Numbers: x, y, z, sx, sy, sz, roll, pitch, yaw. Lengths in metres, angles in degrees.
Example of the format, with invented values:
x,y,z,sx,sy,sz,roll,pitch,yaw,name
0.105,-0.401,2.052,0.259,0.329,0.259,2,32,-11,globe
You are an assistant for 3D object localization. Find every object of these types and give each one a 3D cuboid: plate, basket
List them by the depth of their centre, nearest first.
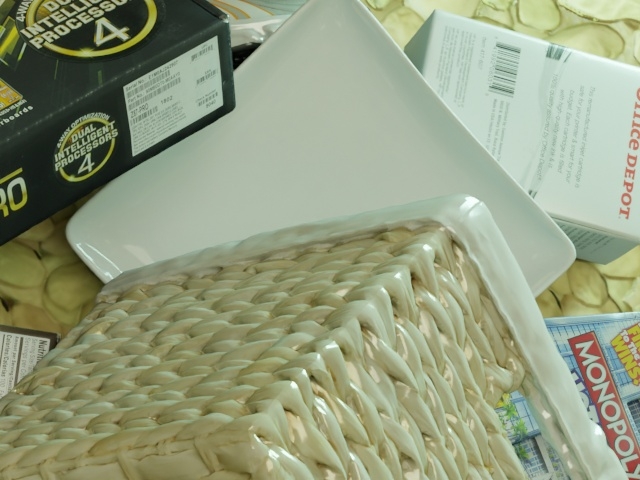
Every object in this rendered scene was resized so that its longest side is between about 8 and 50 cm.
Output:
x,y,z,sx,sy,sz,roll,pitch,yaw,name
-0.013,0.189,1.199,0.266,0.331,0.328,-45,114,-47,basket
0.000,0.000,1.437,0.278,0.045,0.277,-42,98,0,plate

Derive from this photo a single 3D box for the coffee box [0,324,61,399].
x,y,z,sx,sy,sz,roll,pitch,yaw,name
-0.313,0.107,1.321,0.247,0.141,0.098,10,70,-14,coffee box

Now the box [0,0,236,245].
x,y,z,sx,sy,sz,roll,pitch,yaw,name
-0.305,-0.105,1.314,0.395,0.097,0.318,-33,50,-28,box

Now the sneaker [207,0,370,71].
x,y,z,sx,sy,sz,roll,pitch,yaw,name
-0.088,-0.183,1.497,0.262,0.099,0.121,-6,71,-18,sneaker

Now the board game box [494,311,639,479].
x,y,z,sx,sy,sz,roll,pitch,yaw,name
0.211,0.133,1.502,0.194,0.060,0.194,-18,79,-19,board game box

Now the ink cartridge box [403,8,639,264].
x,y,z,sx,sy,sz,roll,pitch,yaw,name
0.161,-0.079,1.537,0.203,0.086,0.148,16,71,-11,ink cartridge box
